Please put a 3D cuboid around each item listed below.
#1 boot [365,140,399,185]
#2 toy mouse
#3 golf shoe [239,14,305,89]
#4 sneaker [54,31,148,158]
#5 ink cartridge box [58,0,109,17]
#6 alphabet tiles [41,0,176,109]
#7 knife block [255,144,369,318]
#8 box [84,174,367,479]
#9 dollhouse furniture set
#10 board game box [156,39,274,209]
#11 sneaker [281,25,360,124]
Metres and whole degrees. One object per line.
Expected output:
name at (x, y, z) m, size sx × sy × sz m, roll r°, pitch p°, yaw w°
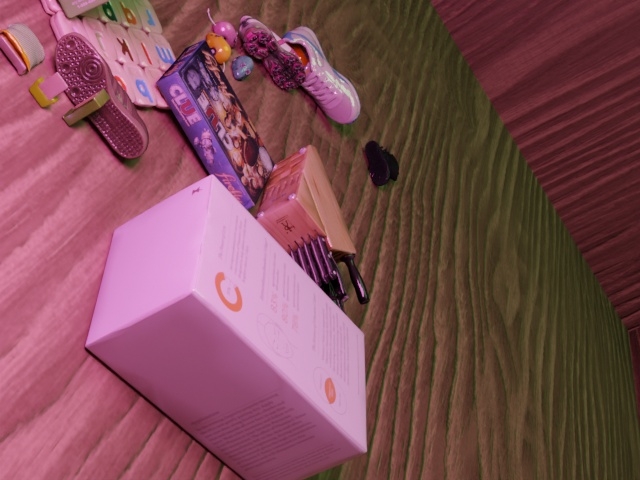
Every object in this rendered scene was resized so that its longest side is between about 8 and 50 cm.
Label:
boot at (0.143, -0.159, 2.362) m, size 0.099 × 0.045 × 0.121 m, roll 35°, pitch 34°, yaw -54°
toy mouse at (-0.158, -0.350, 1.945) m, size 0.143 × 0.031 × 0.161 m, roll 13°, pitch 53°, yaw -61°
golf shoe at (-0.090, -0.368, 2.061) m, size 0.186 × 0.067 × 0.086 m, roll 45°, pitch 18°, yaw -46°
sneaker at (-0.299, -0.197, 1.454) m, size 0.188 × 0.066 × 0.071 m, roll 62°, pitch 5°, yaw -15°
ink cartridge box at (-0.310, -0.471, 1.435) m, size 0.273 × 0.198 × 0.115 m, roll 63°, pitch 22°, yaw -22°
alphabet tiles at (-0.315, -0.321, 1.590) m, size 0.278 × 0.021 × 0.284 m, roll 65°, pitch 23°, yaw 8°
knife block at (0.000, 0.000, 1.815) m, size 0.242 × 0.088 × 0.275 m, roll 52°, pitch 24°, yaw -24°
box at (-0.104, 0.126, 1.346) m, size 0.345 × 0.168 × 0.215 m, roll 48°, pitch 27°, yaw -32°
dollhouse furniture set at (-0.344, -0.224, 1.369) m, size 0.151 × 0.058 × 0.076 m, roll 55°, pitch 23°, yaw -16°
board game box at (-0.162, -0.182, 1.698) m, size 0.243 × 0.042 × 0.165 m, roll 61°, pitch 22°, yaw -21°
sneaker at (-0.007, -0.330, 2.192) m, size 0.228 × 0.087 × 0.092 m, roll 53°, pitch 30°, yaw -5°
